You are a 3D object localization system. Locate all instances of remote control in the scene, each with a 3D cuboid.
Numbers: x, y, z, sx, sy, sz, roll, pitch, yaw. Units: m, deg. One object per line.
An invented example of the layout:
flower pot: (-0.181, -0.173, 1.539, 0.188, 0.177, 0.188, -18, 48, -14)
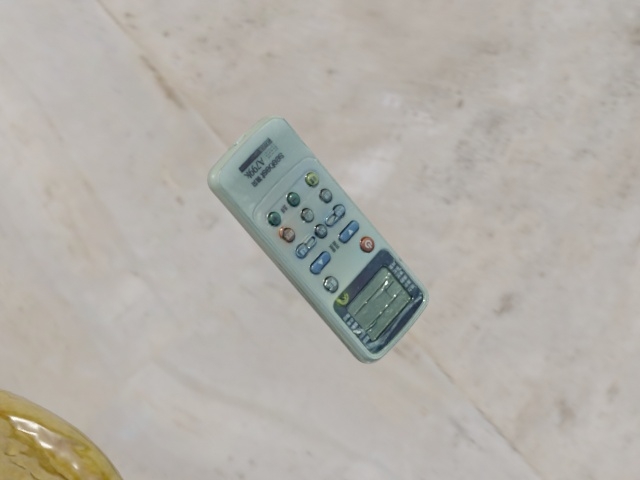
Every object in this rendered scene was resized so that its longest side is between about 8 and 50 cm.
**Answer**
remote control: (0.000, 0.000, 0.809, 0.053, 0.018, 0.124, -46, 105, -26)

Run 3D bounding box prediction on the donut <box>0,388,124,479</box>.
donut: (-0.170, 0.148, 0.599, 0.261, 0.128, 0.208, 13, 99, 9)
